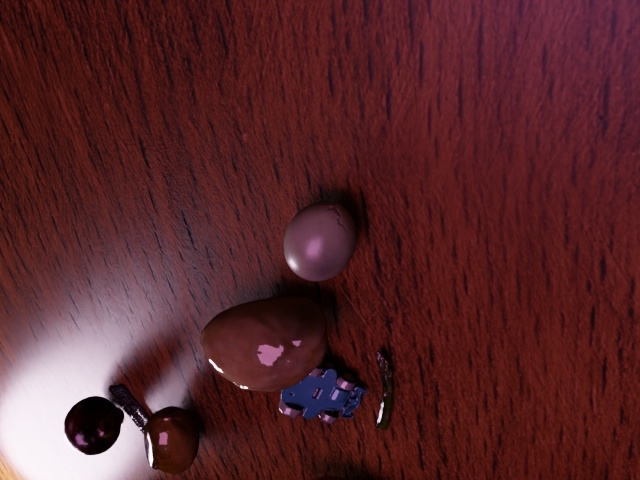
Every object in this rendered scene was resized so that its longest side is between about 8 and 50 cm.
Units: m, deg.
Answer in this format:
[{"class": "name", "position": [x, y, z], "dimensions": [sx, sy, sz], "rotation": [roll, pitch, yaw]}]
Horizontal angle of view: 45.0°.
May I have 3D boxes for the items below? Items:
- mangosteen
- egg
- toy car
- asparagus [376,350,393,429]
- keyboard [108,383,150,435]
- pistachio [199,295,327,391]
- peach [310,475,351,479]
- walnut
[{"class": "mangosteen", "position": [-0.569, 0.468, 1.952], "dimensions": [0.152, 0.152, 0.152], "rotation": [17, 132, 20]}, {"class": "egg", "position": [0.000, 0.000, 1.233], "dimensions": [0.114, 0.114, 0.152], "rotation": [32, 133, 6]}, {"class": "toy car", "position": [0.000, 0.275, 1.496], "dimensions": [0.161, 0.098, 0.126], "rotation": [16, 114, -19]}, {"class": "asparagus", "position": [0.121, 0.292, 1.457], "dimensions": [0.034, 0.027, 0.236], "rotation": [8, 130, 13]}, {"class": "keyboard", "position": [-0.466, 0.440, 1.960], "dimensions": [0.060, 0.018, 0.195], "rotation": [-17, 115, 37]}, {"class": "pistachio", "position": [-0.099, 0.183, 1.398], "dimensions": [0.162, 0.181, 0.293], "rotation": [34, 150, -30]}, {"class": "peach", "position": [0.029, 0.621, 1.649], "dimensions": [0.231, 0.231, 0.231], "rotation": [17, 132, 20]}, {"class": "walnut", "position": [-0.356, 0.482, 1.846], "dimensions": [0.137, 0.137, 0.245], "rotation": [22, 134, 16]}]
